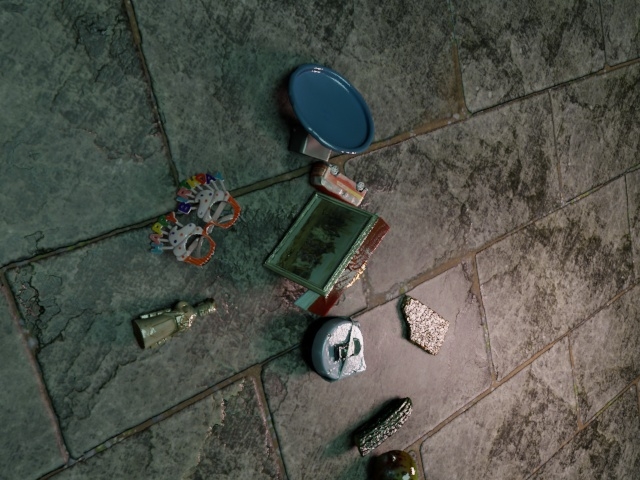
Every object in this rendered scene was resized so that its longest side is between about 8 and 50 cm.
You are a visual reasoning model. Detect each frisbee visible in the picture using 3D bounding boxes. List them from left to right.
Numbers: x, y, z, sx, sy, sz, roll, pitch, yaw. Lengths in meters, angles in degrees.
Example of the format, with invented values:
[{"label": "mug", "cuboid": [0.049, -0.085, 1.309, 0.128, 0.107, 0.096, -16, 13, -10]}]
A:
[{"label": "frisbee", "cuboid": [0.023, -0.348, 1.696, 0.290, 0.049, 0.289, 21, 53, -30]}]

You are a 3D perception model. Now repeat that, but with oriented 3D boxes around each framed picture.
[{"label": "framed picture", "cuboid": [0.000, 0.000, 1.669, 0.274, 0.217, 0.017, -57, 151, -20]}]

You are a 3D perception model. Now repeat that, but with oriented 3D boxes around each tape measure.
[{"label": "tape measure", "cuboid": [0.044, 0.308, 1.791, 0.181, 0.107, 0.181, -17, 107, -42]}]

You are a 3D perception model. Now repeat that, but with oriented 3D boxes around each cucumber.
[{"label": "cucumber", "cuboid": [0.201, 0.576, 1.954, 0.265, 0.077, 0.077, -27, 110, -31]}]

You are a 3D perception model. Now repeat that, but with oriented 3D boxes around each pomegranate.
[{"label": "pomegranate", "cuboid": [0.230, 0.734, 1.966, 0.149, 0.148, 0.169, -27, 147, -33]}]

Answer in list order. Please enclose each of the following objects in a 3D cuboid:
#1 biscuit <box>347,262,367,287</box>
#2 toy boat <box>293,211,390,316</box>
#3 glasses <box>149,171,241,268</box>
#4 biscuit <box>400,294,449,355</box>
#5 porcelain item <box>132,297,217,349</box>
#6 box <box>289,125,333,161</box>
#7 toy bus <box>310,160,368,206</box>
[{"label": "biscuit", "cuboid": [0.042, 0.022, 1.803, 0.254, 0.035, 0.253, -5, 99, -38]}, {"label": "toy boat", "cuboid": [0.043, 0.057, 1.706, 0.133, 0.145, 0.331, 36, 72, 3]}, {"label": "glasses", "cuboid": [-0.300, -0.050, 1.524, 0.162, 0.095, 0.255, 34, 73, -6]}, {"label": "biscuit", "cuboid": [0.335, 0.281, 2.058, 0.237, 0.026, 0.131, 34, 72, -35]}, {"label": "porcelain item", "cuboid": [-0.341, 0.191, 1.517, 0.213, 0.054, 0.084, -20, 108, -35]}, {"label": "box", "cuboid": [-0.024, -0.260, 1.700, 0.122, 0.084, 0.069, 12, 97, -37]}, {"label": "toy bus", "cuboid": [0.046, -0.157, 1.765, 0.174, 0.079, 0.077, 28, 83, -35]}]
